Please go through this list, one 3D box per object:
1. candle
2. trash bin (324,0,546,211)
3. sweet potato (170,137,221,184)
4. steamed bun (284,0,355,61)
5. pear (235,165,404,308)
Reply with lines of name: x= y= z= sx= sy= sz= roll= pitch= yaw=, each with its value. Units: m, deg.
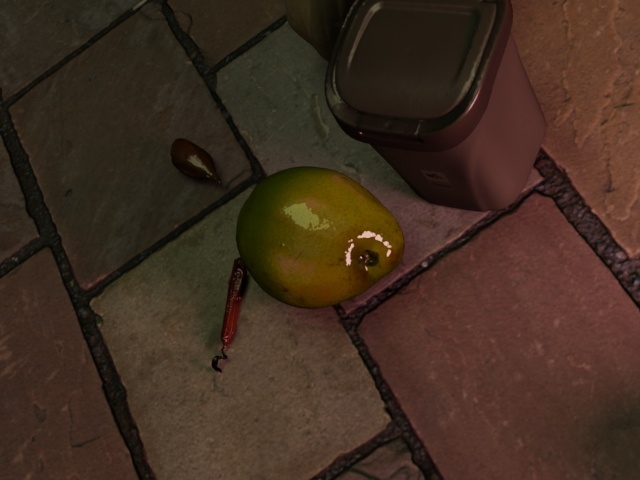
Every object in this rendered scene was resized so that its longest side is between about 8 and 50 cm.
candle: x=-0.122 y=0.099 z=1.759 sx=0.026 sy=0.021 sz=0.167 roll=-5 pitch=59 yaw=27
trash bin: x=0.160 y=-0.174 z=1.628 sx=0.220 sy=0.250 sz=0.219 roll=13 pitch=69 yaw=34
sweet potato: x=-0.180 y=-0.110 z=1.903 sx=0.049 sy=0.049 sz=0.117 roll=-48 pitch=51 yaw=-6
steamed bun: x=0.095 y=-0.348 z=1.754 sx=0.320 sy=0.275 sz=0.206 roll=129 pitch=152 yaw=-47
pear: x=0.000 y=0.000 z=1.658 sx=0.220 sy=0.187 sz=0.187 roll=23 pitch=74 yaw=30
